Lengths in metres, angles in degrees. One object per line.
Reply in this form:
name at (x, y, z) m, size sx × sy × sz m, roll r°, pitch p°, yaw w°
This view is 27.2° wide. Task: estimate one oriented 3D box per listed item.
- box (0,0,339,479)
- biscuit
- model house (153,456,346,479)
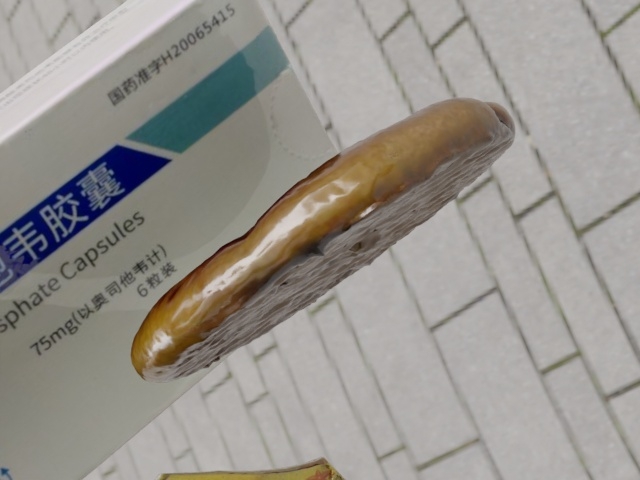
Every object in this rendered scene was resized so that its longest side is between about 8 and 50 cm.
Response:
box at (-0.144, 0.021, 0.727) m, size 0.065 × 0.343 × 0.200 m, roll 30°, pitch 155°, yaw 52°
biscuit at (0.000, 0.000, 0.622) m, size 0.036 × 0.212 × 0.212 m, roll 56°, pitch 141°, yaw 7°
model house at (-0.083, 0.209, 0.692) m, size 0.136 × 0.219 × 0.207 m, roll 1°, pitch 91°, yaw 41°
